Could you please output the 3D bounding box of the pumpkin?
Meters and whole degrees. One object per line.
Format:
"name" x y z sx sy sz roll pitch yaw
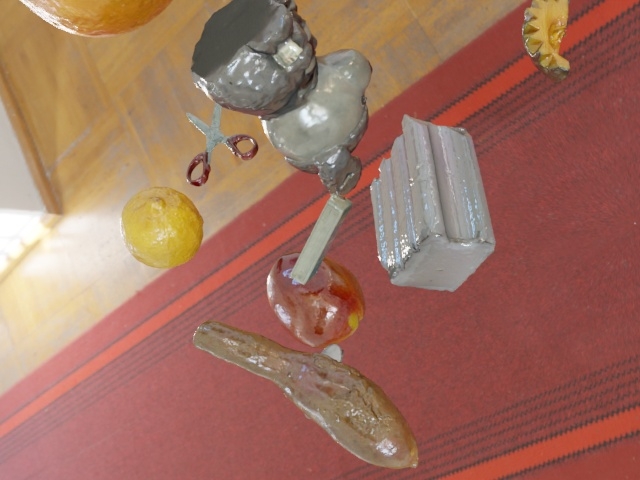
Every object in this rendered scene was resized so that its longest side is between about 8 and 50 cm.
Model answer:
"pumpkin" 0.613 -0.549 1.575 0.131 0.149 0.253 6 72 1

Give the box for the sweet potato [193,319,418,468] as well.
"sweet potato" -0.012 0.221 0.860 0.385 0.109 0.109 31 107 9

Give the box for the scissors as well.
"scissors" -0.208 -0.206 1.087 0.144 0.017 0.247 -28 46 2

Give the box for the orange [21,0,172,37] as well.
"orange" -0.288 -0.384 0.703 0.246 0.246 0.245 1 92 29

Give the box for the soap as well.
"soap" 0.306 -0.091 1.609 0.350 0.213 0.434 116 159 -51

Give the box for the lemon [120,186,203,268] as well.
"lemon" -0.278 -0.020 0.998 0.142 0.187 0.142 -2 64 4

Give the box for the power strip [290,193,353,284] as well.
"power strip" 0.000 0.000 1.405 0.052 0.078 0.272 32 118 10

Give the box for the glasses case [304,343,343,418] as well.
"glasses case" 0.002 0.393 1.540 0.060 0.114 0.299 26 145 9

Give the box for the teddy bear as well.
"teddy bear" -0.028 -0.175 0.619 0.144 0.251 0.171 -48 54 6

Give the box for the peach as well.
"peach" -0.022 0.177 1.792 0.332 0.308 0.308 45 113 -4
